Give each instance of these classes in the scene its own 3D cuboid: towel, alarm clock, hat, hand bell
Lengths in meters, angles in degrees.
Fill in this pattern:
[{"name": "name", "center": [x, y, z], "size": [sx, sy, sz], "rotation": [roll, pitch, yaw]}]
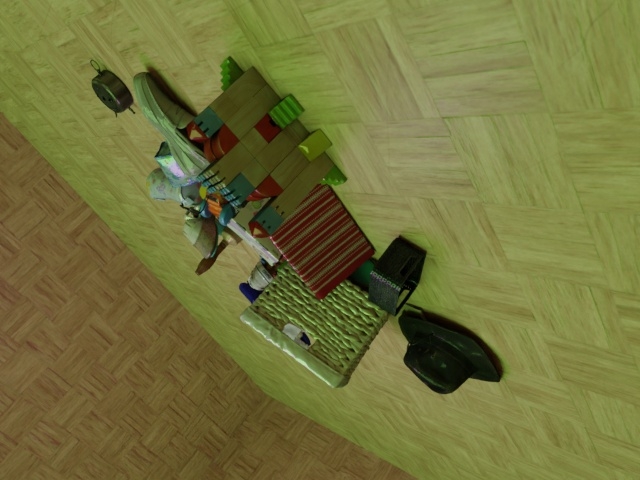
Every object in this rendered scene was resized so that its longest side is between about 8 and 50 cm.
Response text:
[{"name": "towel", "center": [0.000, 0.000, 1.479], "size": [0.275, 0.199, 0.031], "rotation": [53, 172, -27]}, {"name": "towel", "center": [-0.172, 0.286, 2.295], "size": [0.308, 0.076, 0.227], "rotation": [41, 177, 35]}, {"name": "alarm clock", "center": [-0.656, -0.472, 1.795], "size": [0.129, 0.064, 0.192], "rotation": [22, 148, 36]}, {"name": "hat", "center": [0.332, 0.352, 1.651], "size": [0.331, 0.134, 0.331], "rotation": [33, 158, 15]}, {"name": "hand bell", "center": [-0.335, 0.023, 1.954], "size": [0.126, 0.242, 0.126], "rotation": [33, 156, 17]}]

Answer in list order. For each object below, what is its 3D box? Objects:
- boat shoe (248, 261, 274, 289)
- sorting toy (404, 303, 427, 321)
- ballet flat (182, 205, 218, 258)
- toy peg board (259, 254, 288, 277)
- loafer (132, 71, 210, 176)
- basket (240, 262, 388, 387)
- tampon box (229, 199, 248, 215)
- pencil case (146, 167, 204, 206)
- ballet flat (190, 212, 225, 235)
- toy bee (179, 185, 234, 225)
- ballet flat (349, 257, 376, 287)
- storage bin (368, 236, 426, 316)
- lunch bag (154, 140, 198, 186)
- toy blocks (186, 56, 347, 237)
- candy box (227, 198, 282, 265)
[{"name": "boat shoe", "center": [-0.223, 0.135, 2.112], "size": [0.095, 0.084, 0.258], "rotation": [49, 174, 1]}, {"name": "sorting toy", "center": [0.276, 0.215, 1.660], "size": [0.062, 0.012, 0.083], "rotation": [17, 148, 47]}, {"name": "ballet flat", "center": [-0.395, -0.048, 1.900], "size": [0.106, 0.108, 0.316], "rotation": [20, -156, -21]}, {"name": "toy peg board", "center": [-0.152, 0.069, 1.965], "size": [0.160, 0.079, 0.161], "rotation": [34, 155, 15]}, {"name": "loafer", "center": [-0.400, -0.331, 1.625], "size": [0.111, 0.112, 0.319], "rotation": [-21, 118, 21]}, {"name": "basket", "center": [0.000, 0.226, 1.678], "size": [0.328, 0.266, 0.331], "rotation": [34, 175, 13]}, {"name": "tampon box", "center": [-0.176, -0.089, 1.667], "size": [0.101, 0.120, 0.161], "rotation": [31, 155, 19]}, {"name": "pencil case", "center": [-0.485, -0.183, 1.967], "size": [0.273, 0.124, 0.113], "rotation": [11, 143, 47]}, {"name": "ballet flat", "center": [-0.422, -0.072, 2.155], "size": [0.168, 0.057, 0.052], "rotation": [44, 166, -7]}, {"name": "toy bee", "center": [-0.288, -0.128, 1.773], "size": [0.195, 0.162, 0.298], "rotation": [25, 178, -2]}, {"name": "ballet flat", "center": [0.087, 0.061, 1.625], "size": [0.232, 0.080, 0.073], "rotation": [31, -177, 26]}, {"name": "storage bin", "center": [0.186, 0.092, 1.439], "size": [0.084, 0.122, 0.180], "rotation": [31, 155, 20]}, {"name": "lunch bag", "center": [-0.406, -0.243, 1.781], "size": [0.151, 0.096, 0.129], "rotation": [-5, 138, 19]}, {"name": "toy blocks", "center": [-0.156, -0.184, 1.294], "size": [0.381, 0.261, 0.190], "rotation": [49, 155, -17]}, {"name": "candy box", "center": [-0.119, -0.061, 1.537], "size": [0.165, 0.196, 0.070], "rotation": [42, 157, -6]}]
